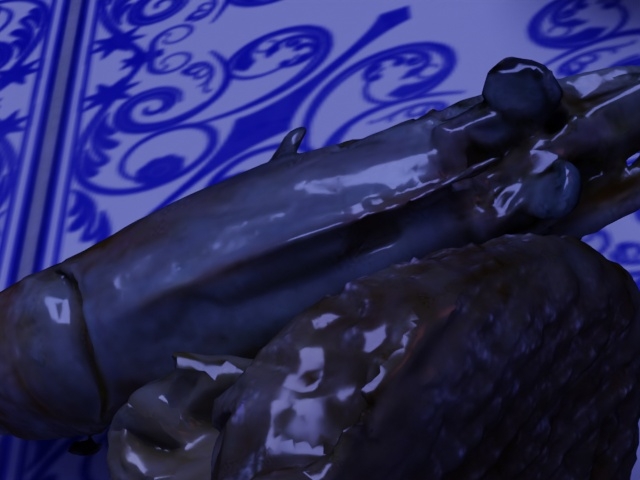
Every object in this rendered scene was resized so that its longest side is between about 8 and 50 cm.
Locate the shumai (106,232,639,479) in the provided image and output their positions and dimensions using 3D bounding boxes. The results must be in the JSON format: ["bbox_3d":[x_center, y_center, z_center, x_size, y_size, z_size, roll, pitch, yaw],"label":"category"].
[{"bbox_3d":[0.004,0.077,0.612,0.153,0.161,0.209,6,41,44],"label":"shumai"}]

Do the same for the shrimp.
[{"bbox_3d":[0.000,0.000,0.753,0.360,0.085,0.247,-22,2,29],"label":"shrimp"}]
